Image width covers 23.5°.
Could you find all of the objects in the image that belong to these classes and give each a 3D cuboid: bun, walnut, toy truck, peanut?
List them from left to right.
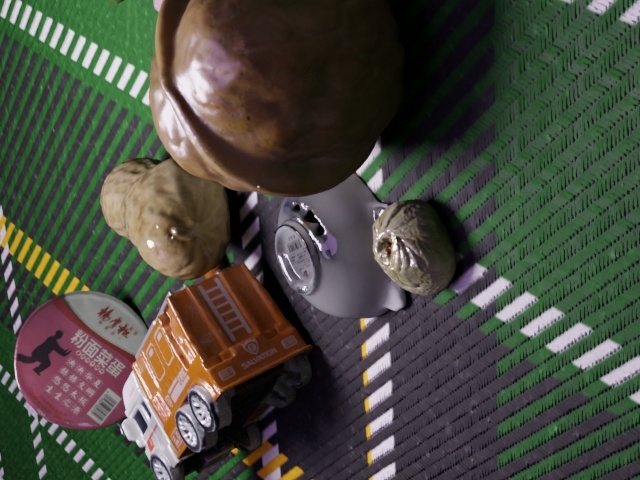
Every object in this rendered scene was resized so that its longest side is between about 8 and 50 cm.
[{"bbox_3d":[-0.213,-0.048,2.180,0.143,0.159,0.291,46,175,-29],"label":"peanut"},{"bbox_3d":[-0.168,0.198,2.203,0.207,0.173,0.387,56,149,14],"label":"toy truck"},{"bbox_3d":[-0.052,-0.184,1.675,0.296,0.285,0.285,-39,72,54],"label":"walnut"},{"bbox_3d":[0.099,0.012,1.730,0.115,0.069,0.115,41,142,43],"label":"bun"}]

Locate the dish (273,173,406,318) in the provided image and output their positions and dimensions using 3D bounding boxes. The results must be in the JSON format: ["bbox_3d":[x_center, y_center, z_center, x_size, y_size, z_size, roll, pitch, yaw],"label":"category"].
[{"bbox_3d":[0.000,0.000,1.880,0.236,0.086,0.228,24,128,53],"label":"dish"}]

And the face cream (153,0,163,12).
[{"bbox_3d":[-0.190,-0.386,2.007,0.084,0.057,0.198,48,146,41],"label":"face cream"}]

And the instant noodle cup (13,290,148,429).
[{"bbox_3d":[-0.410,0.214,2.614,0.234,0.235,0.178,67,161,6],"label":"instant noodle cup"}]

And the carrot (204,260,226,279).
[{"bbox_3d":[-0.142,0.074,2.239,0.035,0.035,0.142,5,119,60],"label":"carrot"}]

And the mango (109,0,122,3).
[{"bbox_3d":[-0.281,-0.436,2.016,0.156,0.114,0.251,106,165,-68],"label":"mango"}]
